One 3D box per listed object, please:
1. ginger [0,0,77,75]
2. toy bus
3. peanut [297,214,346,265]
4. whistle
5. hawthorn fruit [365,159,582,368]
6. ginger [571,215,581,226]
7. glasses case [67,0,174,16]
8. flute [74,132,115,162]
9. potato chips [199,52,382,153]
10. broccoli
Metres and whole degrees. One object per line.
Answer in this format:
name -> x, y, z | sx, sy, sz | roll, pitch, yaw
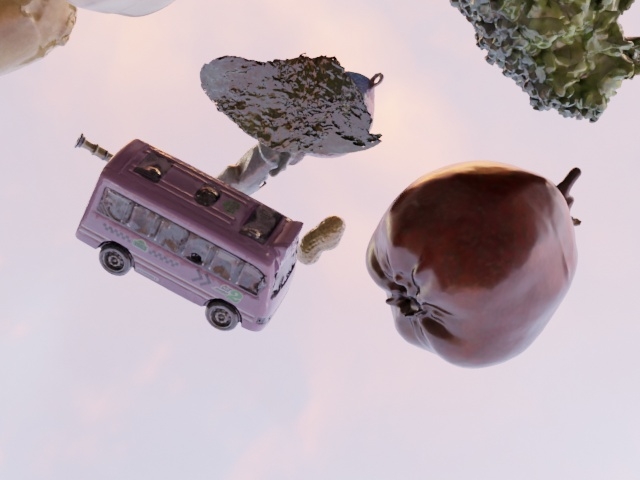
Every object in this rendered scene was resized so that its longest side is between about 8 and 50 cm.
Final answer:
ginger -> -0.403, -0.184, 0.860 | 0.348, 0.363, 0.122 | -50, -158, 0
toy bus -> -0.115, -0.006, 1.078 | 0.199, 0.108, 0.096 | 28, -145, 2
peanut -> 0.000, 0.000, 1.973 | 0.113, 0.054, 0.054 | -42, -155, 25
whistle -> -0.035, -0.167, 1.896 | 0.346, 0.134, 0.142 | -36, -119, 17
hawthorn fruit -> 0.176, 0.005, 1.182 | 0.248, 0.208, 0.208 | -31, -141, -17
ginger -> 0.302, 0.033, 1.923 | 0.122, 0.290, 0.084 | -29, -99, -41
glasses case -> -0.103, -0.210, 0.583 | 0.050, 0.196, 0.083 | 3, 168, -44
flute -> -0.257, -0.090, 1.720 | 0.027, 0.233, 0.027 | -47, -156, 28
potato chips -> -0.029, -0.155, 1.289 | 0.142, 0.209, 0.026 | -46, -162, 30
broccoli -> 0.243, -0.332, 1.241 | 0.338, 0.277, 0.317 | 44, -76, 24
